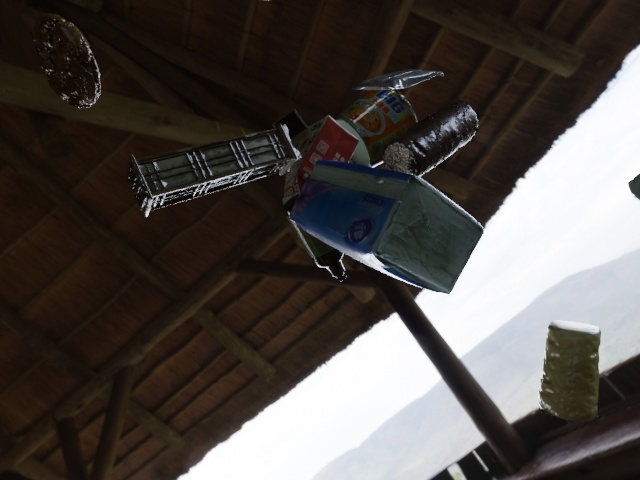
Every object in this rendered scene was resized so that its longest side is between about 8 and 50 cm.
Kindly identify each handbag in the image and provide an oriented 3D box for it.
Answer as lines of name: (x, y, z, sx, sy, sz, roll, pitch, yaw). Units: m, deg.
handbag: (-0.018, -0.235, 1.392, 0.151, 0.171, 0.298, 32, -105, -23)

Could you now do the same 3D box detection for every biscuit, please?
biscuit: (-0.614, -0.426, 1.030, 0.042, 0.226, 0.226, -45, -15, -43)

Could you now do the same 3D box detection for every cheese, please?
cheese: (0.466, 0.238, 0.794, 0.123, 0.094, 0.167, 6, -89, -46)

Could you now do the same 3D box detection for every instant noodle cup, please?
instant noodle cup: (0.189, -0.401, 1.590, 0.214, 0.296, 0.296, -36, -26, -15)

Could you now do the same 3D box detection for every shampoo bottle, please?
shampoo bottle: (0.000, 0.000, 1.219, 0.101, 0.101, 0.284, -33, -68, -9)

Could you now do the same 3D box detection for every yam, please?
yam: (0.294, -0.260, 1.122, 0.279, 0.131, 0.131, -36, -24, -28)

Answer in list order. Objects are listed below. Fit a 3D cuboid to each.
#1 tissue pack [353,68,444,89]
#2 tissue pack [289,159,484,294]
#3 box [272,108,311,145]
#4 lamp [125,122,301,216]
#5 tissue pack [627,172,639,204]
tissue pack: (0.187, -0.384, 1.019, 0.193, 0.122, 0.026, -26, -60, -29)
tissue pack: (0.100, -0.029, 0.731, 0.198, 0.263, 0.146, 28, -90, -34)
box: (-0.083, -0.311, 1.197, 0.083, 0.079, 0.035, -34, -18, 0)
lamp: (-0.198, -0.144, 0.835, 0.325, 0.089, 0.090, -23, -6, -33)
tissue pack: (0.536, -0.002, 0.552, 0.263, 0.177, 0.089, 17, -51, -34)
